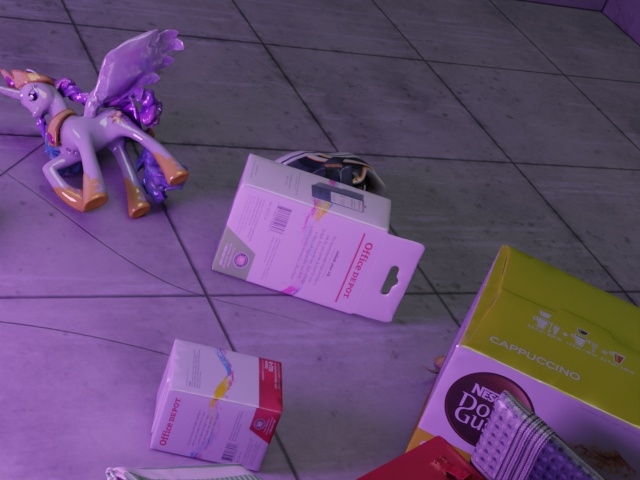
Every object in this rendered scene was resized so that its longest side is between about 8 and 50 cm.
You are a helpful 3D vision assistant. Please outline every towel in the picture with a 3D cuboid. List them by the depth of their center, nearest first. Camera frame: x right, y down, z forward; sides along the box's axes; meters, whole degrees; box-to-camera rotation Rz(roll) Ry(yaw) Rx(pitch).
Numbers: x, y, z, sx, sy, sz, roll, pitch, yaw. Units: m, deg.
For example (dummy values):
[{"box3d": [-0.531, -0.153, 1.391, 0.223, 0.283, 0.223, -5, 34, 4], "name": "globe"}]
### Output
[{"box3d": [-0.102, 0.351, 1.583, 0.247, 0.038, 0.324, 8, 4, -41], "name": "towel"}, {"box3d": [0.315, 0.413, 1.700, 0.056, 0.324, 0.312, -22, 53, -39], "name": "towel"}]

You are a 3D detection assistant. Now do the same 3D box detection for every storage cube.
[{"box3d": [0.135, 0.423, 1.710, 0.193, 0.215, 0.183, -20, 50, -39], "name": "storage cube"}]

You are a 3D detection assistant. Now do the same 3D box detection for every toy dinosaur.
[{"box3d": [0.247, 0.232, 2.227, 0.092, 0.053, 0.183, 17, 21, 23], "name": "toy dinosaur"}]

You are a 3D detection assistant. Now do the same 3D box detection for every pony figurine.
[{"box3d": [-0.409, -0.222, 2.346, 0.351, 0.303, 0.363, -19, 64, -35], "name": "pony figurine"}]

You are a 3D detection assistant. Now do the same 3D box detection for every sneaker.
[{"box3d": [0.010, -0.113, 2.518, 0.127, 0.126, 0.321, 36, 33, 32], "name": "sneaker"}]

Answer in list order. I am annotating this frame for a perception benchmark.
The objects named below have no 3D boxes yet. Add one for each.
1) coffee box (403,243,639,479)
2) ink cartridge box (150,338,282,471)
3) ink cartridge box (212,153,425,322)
[{"box3d": [0.347, 0.272, 1.938, 0.337, 0.334, 0.338, 26, 32, 7], "name": "coffee box"}, {"box3d": [-0.160, 0.251, 1.869, 0.176, 0.128, 0.127, 14, 32, -12], "name": "ink cartridge box"}, {"box3d": [0.000, 0.000, 2.264, 0.353, 0.207, 0.119, 19, 33, -6], "name": "ink cartridge box"}]
